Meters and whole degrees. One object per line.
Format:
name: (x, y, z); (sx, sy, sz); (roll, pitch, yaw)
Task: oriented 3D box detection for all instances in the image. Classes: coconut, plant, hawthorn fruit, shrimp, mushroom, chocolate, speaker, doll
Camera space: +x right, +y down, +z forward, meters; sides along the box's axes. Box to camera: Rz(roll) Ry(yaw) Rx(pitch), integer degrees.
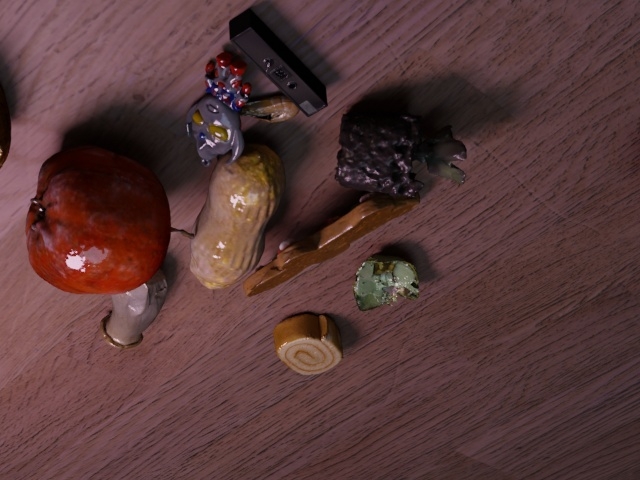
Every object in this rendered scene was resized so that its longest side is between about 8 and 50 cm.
coconut: (0.122, 0.074, 1.938); (0.133, 0.055, 0.158); (12, 139, -22)
plant: (0.124, -0.133, 1.621); (0.203, 0.131, 0.142); (1, -176, 4)
hawthorn fruit: (-0.319, -0.026, 1.633); (0.271, 0.242, 0.242); (9, 139, -27)
shrimp: (-0.084, -0.198, 1.613); (0.108, 0.023, 0.059); (-8, 149, 4)
mushroom: (-0.338, 0.110, 1.899); (0.108, 0.096, 0.247); (-16, 150, -29)
chocolate: (-0.138, -0.038, 1.718); (0.134, 0.134, 0.309); (9, 135, -17)
speaker: (-0.060, -0.256, 1.526); (0.040, 0.046, 0.191); (-26, 136, 24)
doll: (-0.152, -0.190, 1.569); (0.104, 0.062, 0.195); (22, 127, 2)

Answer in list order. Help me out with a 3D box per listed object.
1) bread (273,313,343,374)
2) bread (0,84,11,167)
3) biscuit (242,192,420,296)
bread: (-0.021, 0.201, 2.068); (0.122, 0.073, 0.149); (-26, 139, 15)
bread: (-0.499, -0.171, 1.516); (0.086, 0.125, 0.156); (3, 151, 1)
biscuit: (0.000, 0.000, 1.772); (0.339, 0.047, 0.216); (-32, 169, 27)
